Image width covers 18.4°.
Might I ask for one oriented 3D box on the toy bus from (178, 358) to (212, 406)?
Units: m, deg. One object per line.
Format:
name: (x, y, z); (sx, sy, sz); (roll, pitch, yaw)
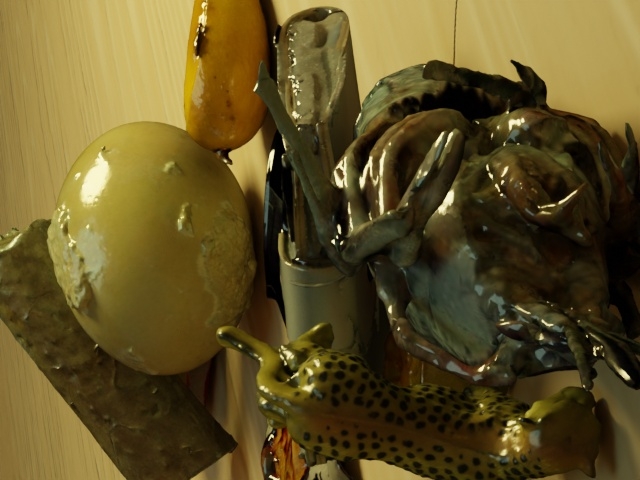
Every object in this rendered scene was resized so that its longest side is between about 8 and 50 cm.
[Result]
toy bus: (-0.132, 0.084, 1.704); (0.079, 0.077, 0.174); (-118, 31, -58)

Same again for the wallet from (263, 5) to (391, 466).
wallet: (0.000, 0.000, 1.108); (0.170, 0.069, 0.231); (-82, -13, -57)

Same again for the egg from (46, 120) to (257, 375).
egg: (-0.129, 0.006, 1.541); (0.164, 0.164, 0.201); (129, 133, -67)

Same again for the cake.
cake: (0.063, 0.076, 1.073); (0.084, 0.044, 0.084); (179, 90, -74)

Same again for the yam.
yam: (-0.183, 0.093, 1.617); (0.259, 0.093, 0.093); (52, 162, -2)

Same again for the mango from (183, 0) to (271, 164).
mango: (-0.072, -0.146, 1.490); (0.101, 0.066, 0.187); (105, 163, -67)

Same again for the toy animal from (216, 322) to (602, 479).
toy animal: (0.036, 0.080, 0.960); (0.136, 0.181, 0.073); (-159, 86, -86)

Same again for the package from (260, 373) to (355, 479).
package: (-0.005, 0.175, 1.352); (0.154, 0.030, 0.239); (115, 150, -54)

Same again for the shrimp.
shrimp: (0.055, -0.012, 0.864); (0.372, 0.172, 0.137); (-148, 62, -81)
